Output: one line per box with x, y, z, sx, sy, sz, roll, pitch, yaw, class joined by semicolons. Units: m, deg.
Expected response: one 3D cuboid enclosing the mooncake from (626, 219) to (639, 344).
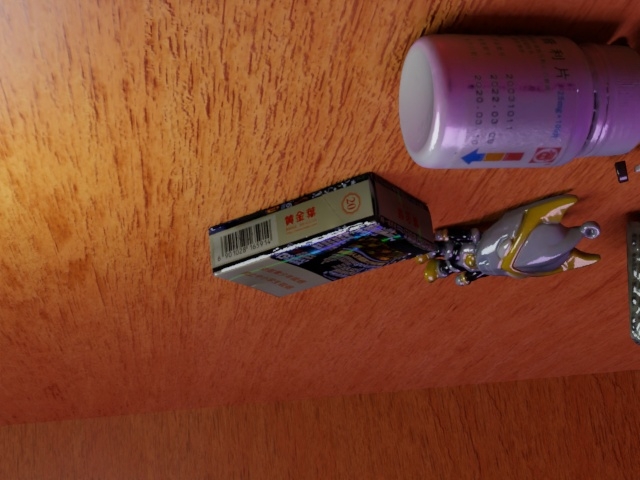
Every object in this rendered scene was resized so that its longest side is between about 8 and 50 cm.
0.639;0.086;1.807;0.136;0.255;0.250;-5;167;31;mooncake

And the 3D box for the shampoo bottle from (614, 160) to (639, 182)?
0.552;-0.125;1.459;0.236;0.067;0.068;-12;150;14;shampoo bottle

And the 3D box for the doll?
0.318;0.008;1.708;0.316;0.146;0.103;-11;-166;27;doll

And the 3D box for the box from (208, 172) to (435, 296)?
0.000;0.000;1.589;0.310;0.084;0.198;-18;157;28;box

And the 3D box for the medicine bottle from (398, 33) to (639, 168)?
0.227;-0.157;1.127;0.254;0.152;0.152;-3;160;-14;medicine bottle

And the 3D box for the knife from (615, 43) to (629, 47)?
0.347;-0.209;1.220;0.031;0.018;0.121;-6;159;-8;knife
